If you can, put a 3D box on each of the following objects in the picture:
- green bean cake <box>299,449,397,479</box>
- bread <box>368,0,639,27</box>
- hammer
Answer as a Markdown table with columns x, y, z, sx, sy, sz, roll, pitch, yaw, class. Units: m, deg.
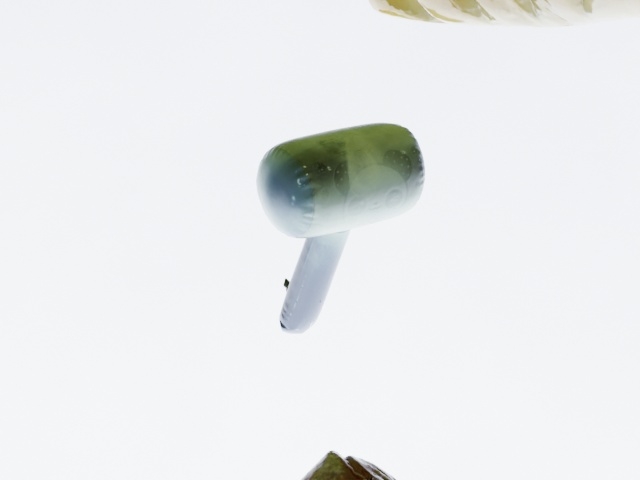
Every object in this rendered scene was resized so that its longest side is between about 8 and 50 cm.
| x | y | z | sx | sy | sz | roll | pitch | yaw | class |
| --- | --- | --- | --- | --- | --- | --- | --- | --- | --- |
| 0.054 | 0.174 | 0.925 | 0.056 | 0.135 | 0.135 | -49 | -129 | -1 | green bean cake |
| 0.167 | -0.192 | 0.996 | 0.173 | 0.121 | 0.311 | -29 | -161 | -33 | bread |
| 0.000 | 0.000 | 1.286 | 0.116 | 0.194 | 0.069 | -14 | -126 | -29 | hammer |
